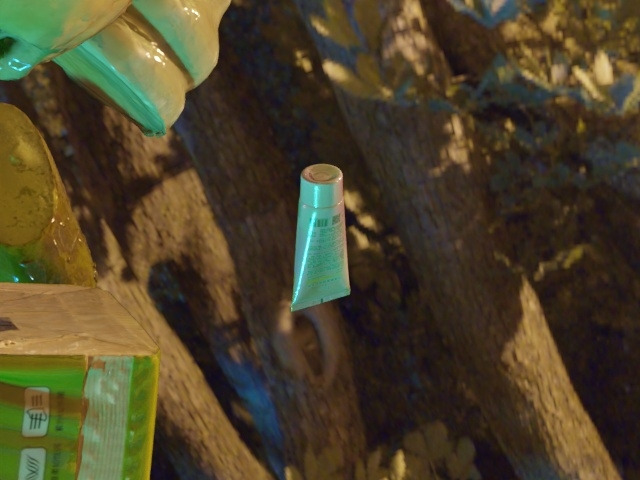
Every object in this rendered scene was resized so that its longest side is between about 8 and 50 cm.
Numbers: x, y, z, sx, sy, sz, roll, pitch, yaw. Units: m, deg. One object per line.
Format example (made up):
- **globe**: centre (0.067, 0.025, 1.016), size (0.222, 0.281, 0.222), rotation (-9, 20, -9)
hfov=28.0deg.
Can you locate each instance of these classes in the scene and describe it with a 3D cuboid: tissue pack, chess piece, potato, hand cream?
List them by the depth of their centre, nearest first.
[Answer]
- **chess piece**: centre (-0.074, -0.198, 0.808), size (0.133, 0.133, 0.243), rotation (31, -103, 34)
- **tissue pack**: centre (-0.217, 0.181, 0.890), size (0.167, 0.274, 0.200), rotation (2, -169, -23)
- **hand cream**: centre (0.000, 0.000, 1.445), size (0.076, 0.174, 0.047), rotation (-15, -145, -21)
- **potato**: centre (-0.365, -0.020, 1.546), size (0.141, 0.298, 0.176), rotation (-24, -170, -21)

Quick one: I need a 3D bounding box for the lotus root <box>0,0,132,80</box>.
- **lotus root**: centre (-0.124, -0.225, 0.426), size (0.152, 0.169, 0.342), rotation (-3, -90, 23)
